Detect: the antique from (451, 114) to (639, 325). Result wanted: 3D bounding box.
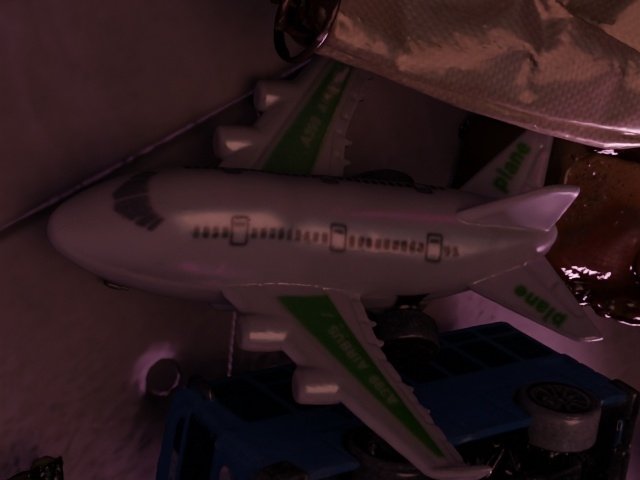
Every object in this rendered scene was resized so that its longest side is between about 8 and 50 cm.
[{"bbox_3d":[0.208,0.003,1.071,0.310,0.087,0.093,12,99,-37],"label":"antique"}]

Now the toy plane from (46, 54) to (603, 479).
[{"bbox_3d":[-0.001,0.002,0.901,0.255,0.101,0.251,-1,62,-14],"label":"toy plane"}]

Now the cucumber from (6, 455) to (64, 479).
[{"bbox_3d":[-0.127,0.161,0.921,0.033,0.034,0.135,-23,117,-33],"label":"cucumber"}]

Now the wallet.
[{"bbox_3d":[0.122,-0.196,0.909,0.275,0.068,0.335,22,77,-28],"label":"wallet"}]

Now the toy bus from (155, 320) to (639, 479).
[{"bbox_3d":[0.032,0.120,0.955,0.234,0.133,0.116,-9,118,-37],"label":"toy bus"}]
